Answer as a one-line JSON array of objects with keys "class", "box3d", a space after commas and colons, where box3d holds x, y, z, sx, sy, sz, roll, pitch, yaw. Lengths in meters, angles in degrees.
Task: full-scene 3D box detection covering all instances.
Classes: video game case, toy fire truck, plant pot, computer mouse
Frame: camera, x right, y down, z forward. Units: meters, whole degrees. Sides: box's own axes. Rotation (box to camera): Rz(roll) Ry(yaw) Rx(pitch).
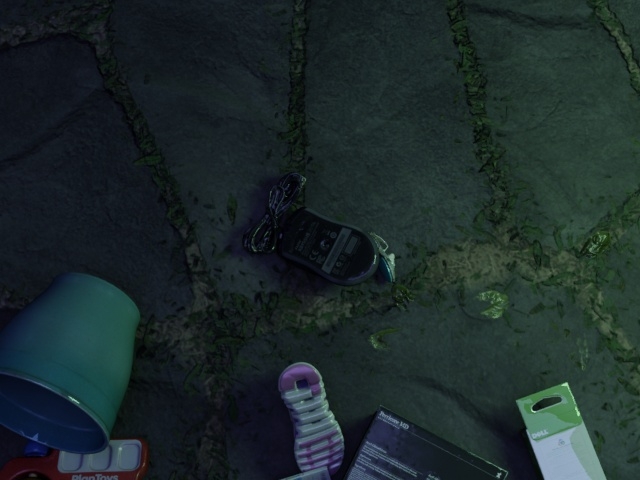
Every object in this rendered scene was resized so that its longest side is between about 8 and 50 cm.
[{"class": "video game case", "box3d": [-0.036, 0.472, 1.709, 0.122, 0.011, 0.087, -17, 115, -2]}, {"class": "toy fire truck", "box3d": [-0.475, 0.484, 1.684, 0.302, 0.169, 0.254, -1, 53, 1]}, {"class": "plant pot", "box3d": [-0.458, 0.210, 1.673, 0.271, 0.272, 0.255, 18, 53, 5]}, {"class": "computer mouse", "box3d": [0.000, 0.000, 1.810, 0.272, 0.072, 0.188, 30, 82, 20]}]

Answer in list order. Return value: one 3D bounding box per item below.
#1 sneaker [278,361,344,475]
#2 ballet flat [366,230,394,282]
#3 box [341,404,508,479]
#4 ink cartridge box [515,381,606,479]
[{"class": "sneaker", "box3d": [-0.019, 0.329, 1.727, 0.095, 0.104, 0.236, -14, 100, -4]}, {"class": "ballet flat", "box3d": [0.123, 0.028, 1.812, 0.041, 0.041, 0.114, -32, 80, -5]}, {"class": "box", "box3d": [0.180, 0.446, 1.678, 0.261, 0.103, 0.184, 27, 74, 7]}, {"class": "ink cartridge box", "box3d": [0.444, 0.383, 1.714, 0.109, 0.062, 0.209, -19, 78, -3]}]
